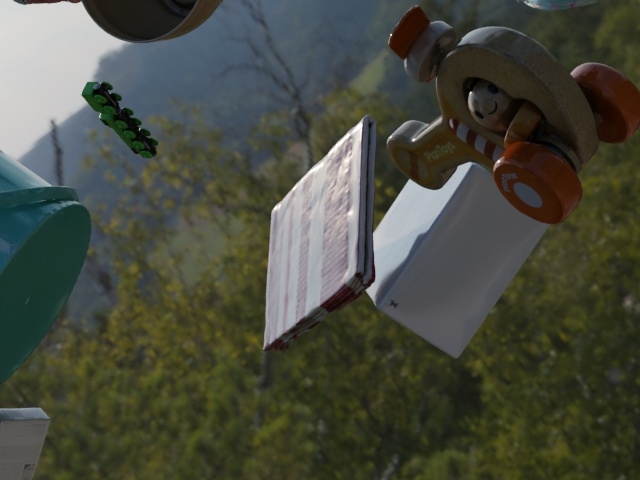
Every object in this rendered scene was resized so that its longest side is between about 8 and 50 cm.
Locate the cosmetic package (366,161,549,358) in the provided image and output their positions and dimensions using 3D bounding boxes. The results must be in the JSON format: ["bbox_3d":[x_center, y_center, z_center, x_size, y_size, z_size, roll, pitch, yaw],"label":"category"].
[{"bbox_3d":[0.170,0.007,1.637,0.224,0.138,0.224,-56,11,6],"label":"cosmetic package"}]

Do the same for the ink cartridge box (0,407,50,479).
[{"bbox_3d":[-0.350,0.244,1.360,0.029,0.063,0.115,34,110,43],"label":"ink cartridge box"}]

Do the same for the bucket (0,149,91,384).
[{"bbox_3d":[-0.386,0.022,1.300,0.281,0.183,0.281,-60,-7,-13],"label":"bucket"}]

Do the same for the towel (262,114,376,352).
[{"bbox_3d":[0.000,0.000,1.664,0.329,0.037,0.237,139,138,-58],"label":"towel"}]

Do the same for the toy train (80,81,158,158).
[{"bbox_3d":[-0.147,-0.087,0.890,0.024,0.083,0.017,5,60,29],"label":"toy train"}]

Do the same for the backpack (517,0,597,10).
[{"bbox_3d":[0.360,-0.415,1.852,0.152,0.115,0.182,-21,19,-3],"label":"backpack"}]

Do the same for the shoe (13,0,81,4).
[{"bbox_3d":[-0.305,-0.336,1.311,0.081,0.178,0.063,4,39,10],"label":"shoe"}]

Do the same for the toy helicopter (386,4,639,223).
[{"bbox_3d":[0.141,-0.125,1.229,0.140,0.235,0.355,-49,8,-18],"label":"toy helicopter"}]

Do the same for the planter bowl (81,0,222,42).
[{"bbox_3d":[-0.160,-0.284,1.267,0.162,0.162,0.109,-32,-9,24],"label":"planter bowl"}]
